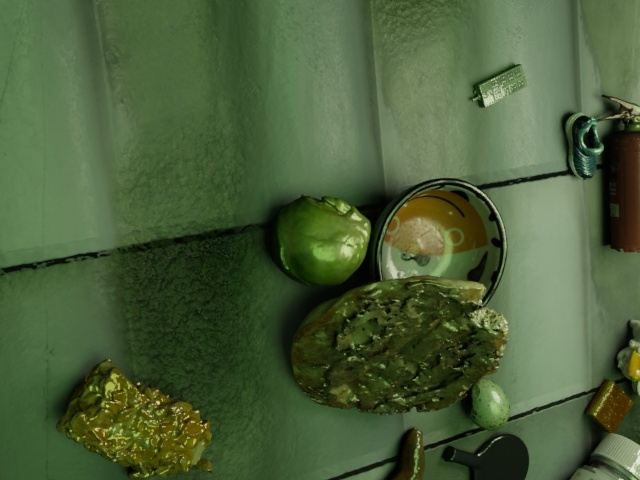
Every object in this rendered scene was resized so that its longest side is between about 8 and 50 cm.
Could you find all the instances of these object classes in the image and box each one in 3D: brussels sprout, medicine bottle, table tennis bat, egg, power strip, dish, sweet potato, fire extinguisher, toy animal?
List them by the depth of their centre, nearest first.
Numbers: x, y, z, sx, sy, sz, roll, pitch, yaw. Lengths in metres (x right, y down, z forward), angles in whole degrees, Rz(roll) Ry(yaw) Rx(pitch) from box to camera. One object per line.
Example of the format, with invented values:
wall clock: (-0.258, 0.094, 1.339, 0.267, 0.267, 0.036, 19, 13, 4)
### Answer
brussels sprout: (-0.001, 0.008, 1.407, 0.183, 0.131, 0.145, 16, 68, -29)
dish: (0.195, 0.023, 1.511, 0.303, 0.120, 0.303, -4, 100, -22)
sweet potato: (0.143, 0.472, 1.588, 0.081, 0.062, 0.233, 46, 72, -24)
power strip: (0.347, -0.298, 1.612, 0.136, 0.019, 0.051, -28, 111, -23)
egg: (0.333, 0.326, 1.655, 0.085, 0.085, 0.110, -33, 106, -21)
table tennis bat: (0.348, 0.466, 1.718, 0.236, 0.027, 0.150, 23, 86, -31)
fire extinguisher: (0.647, -0.145, 1.760, 0.147, 0.106, 0.337, -6, 100, -3)
medicine bottle: (0.610, 0.569, 1.796, 0.273, 0.165, 0.165, -48, 116, -14)
toy animal: (0.724, 0.282, 1.848, 0.127, 0.131, 0.181, 10, 103, -8)

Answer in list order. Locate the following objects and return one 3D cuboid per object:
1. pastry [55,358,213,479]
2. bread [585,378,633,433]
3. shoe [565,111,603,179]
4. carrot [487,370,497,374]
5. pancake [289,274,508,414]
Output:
pastry: (-0.283, 0.302, 1.303, 0.250, 0.102, 0.154, 39, 79, -28)
bread: (0.650, 0.374, 1.864, 0.090, 0.035, 0.094, 43, 77, -26)
shoe: (0.551, -0.194, 1.710, 0.064, 0.071, 0.143, -21, 111, -24)
carrot: (0.273, 0.237, 1.620, 0.205, 0.072, 0.072, 15, 90, -30)
pancake: (0.147, 0.186, 1.436, 0.382, 0.071, 0.382, -5, 135, -5)
